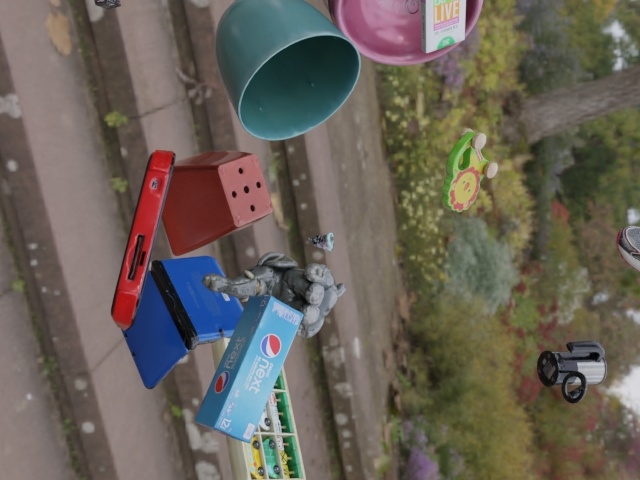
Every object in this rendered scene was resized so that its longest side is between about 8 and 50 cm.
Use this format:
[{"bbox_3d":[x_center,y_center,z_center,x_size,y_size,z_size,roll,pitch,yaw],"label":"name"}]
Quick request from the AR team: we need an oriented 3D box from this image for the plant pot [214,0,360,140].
[{"bbox_3d":[-0.096,-0.404,1.790,0.235,0.293,0.293,58,-3,28],"label":"plant pot"}]

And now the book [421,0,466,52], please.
[{"bbox_3d":[0.246,-0.461,1.654,0.035,0.096,0.144,46,-27,44],"label":"book"}]

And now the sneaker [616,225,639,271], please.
[{"bbox_3d":[0.807,0.022,1.802,0.112,0.299,0.120,83,28,-53],"label":"sneaker"}]

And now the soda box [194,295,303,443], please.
[{"bbox_3d":[-0.106,0.190,1.231,0.067,0.071,0.210,33,70,-28],"label":"soda box"}]

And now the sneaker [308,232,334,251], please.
[{"bbox_3d":[0.000,0.000,2.242,0.098,0.069,0.038,86,20,-67],"label":"sneaker"}]

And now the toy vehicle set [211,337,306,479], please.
[{"bbox_3d":[-0.114,0.319,1.518,0.166,0.035,0.266,19,52,-52],"label":"toy vehicle set"}]

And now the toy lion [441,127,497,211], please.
[{"bbox_3d":[0.201,-0.092,1.145,0.096,0.034,0.100,-48,137,-13],"label":"toy lion"}]

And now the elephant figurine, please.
[{"bbox_3d":[-0.095,0.094,1.737,0.186,0.240,0.169,73,37,-56],"label":"elephant figurine"}]

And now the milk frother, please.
[{"bbox_3d":[0.591,0.309,1.864,0.129,0.135,0.143,119,-33,-53],"label":"milk frother"}]

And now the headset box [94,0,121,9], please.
[{"bbox_3d":[-0.453,-0.531,1.713,0.062,0.032,0.083,-31,106,-76],"label":"headset box"}]

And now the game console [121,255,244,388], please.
[{"bbox_3d":[-0.346,0.198,2.054,0.293,0.250,0.173,56,-42,39],"label":"game console"}]

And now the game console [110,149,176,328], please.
[{"bbox_3d":[-0.394,0.007,1.838,0.342,0.060,0.386,139,-36,-76],"label":"game console"}]

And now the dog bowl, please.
[{"bbox_3d":[0.197,-0.581,1.905,0.408,0.408,0.150,71,13,-50],"label":"dog bowl"}]

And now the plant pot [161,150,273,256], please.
[{"bbox_3d":[-0.299,-0.128,2.398,0.267,0.236,0.267,-28,105,-51],"label":"plant pot"}]
